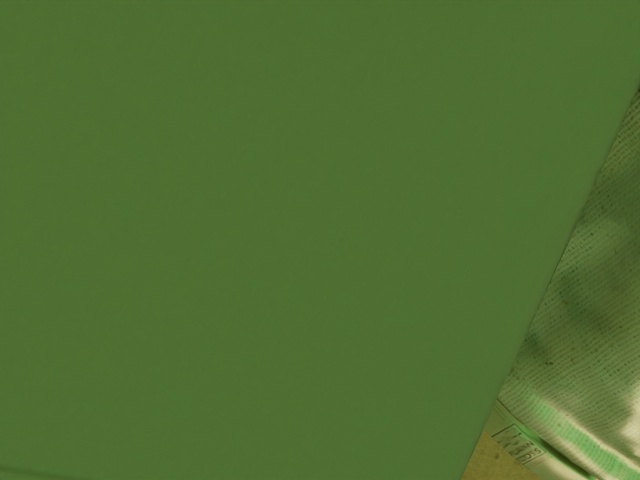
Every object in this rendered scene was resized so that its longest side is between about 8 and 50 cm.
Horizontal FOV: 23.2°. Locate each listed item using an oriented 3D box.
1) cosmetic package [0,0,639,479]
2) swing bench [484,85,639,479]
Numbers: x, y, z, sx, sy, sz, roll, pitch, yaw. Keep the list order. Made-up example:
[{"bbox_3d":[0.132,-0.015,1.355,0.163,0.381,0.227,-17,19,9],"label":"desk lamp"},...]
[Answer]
[{"bbox_3d":[-0.163,-0.014,0.461,0.327,0.393,0.329,16,-166,-28],"label":"cosmetic package"},{"bbox_3d":[0.204,-0.014,0.551,0.255,0.165,0.253,-23,169,-34],"label":"swing bench"}]
